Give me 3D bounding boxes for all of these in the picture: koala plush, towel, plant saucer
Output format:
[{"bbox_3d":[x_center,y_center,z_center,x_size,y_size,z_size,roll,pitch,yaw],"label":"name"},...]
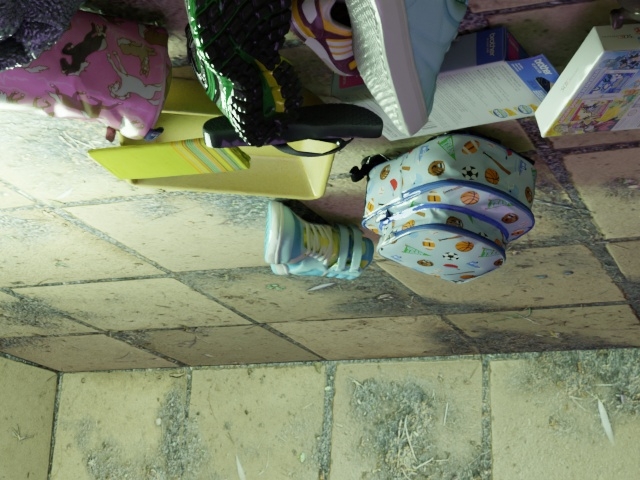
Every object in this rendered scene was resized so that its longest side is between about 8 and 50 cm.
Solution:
[{"bbox_3d":[-0.382,-0.294,1.260,0.203,0.196,0.221,-11,170,13],"label":"koala plush"},{"bbox_3d":[-0.233,-0.130,1.799,0.237,0.021,0.102,-4,156,22],"label":"towel"},{"bbox_3d":[-0.144,-0.165,1.834,0.333,0.081,0.332,4,162,-4],"label":"plant saucer"}]

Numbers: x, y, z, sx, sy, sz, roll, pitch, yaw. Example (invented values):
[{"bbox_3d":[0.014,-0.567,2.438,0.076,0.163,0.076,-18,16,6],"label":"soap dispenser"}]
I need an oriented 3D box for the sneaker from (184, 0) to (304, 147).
[{"bbox_3d":[-0.124,-0.258,1.452,0.146,0.134,0.343,40,159,25],"label":"sneaker"}]

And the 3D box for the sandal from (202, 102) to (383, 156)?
[{"bbox_3d":[-0.036,-0.150,1.635,0.255,0.054,0.097,-2,-155,10],"label":"sandal"}]

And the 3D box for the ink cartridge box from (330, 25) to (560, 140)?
[{"bbox_3d":[0.194,-0.220,1.643,0.311,0.065,0.186,-5,161,30],"label":"ink cartridge box"}]

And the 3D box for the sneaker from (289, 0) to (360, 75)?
[{"bbox_3d":[0.035,-0.267,1.505,0.084,0.069,0.185,-9,161,33],"label":"sneaker"}]

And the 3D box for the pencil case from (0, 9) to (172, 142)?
[{"bbox_3d":[-0.391,-0.233,1.530,0.386,0.167,0.160,9,-174,-18],"label":"pencil case"}]

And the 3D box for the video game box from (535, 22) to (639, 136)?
[{"bbox_3d":[0.408,-0.213,1.547,0.187,0.048,0.205,-8,156,-18],"label":"video game box"}]

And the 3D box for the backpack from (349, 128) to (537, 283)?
[{"bbox_3d":[0.222,-0.061,1.931,0.277,0.213,0.263,15,148,-27],"label":"backpack"}]

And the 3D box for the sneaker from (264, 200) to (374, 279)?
[{"bbox_3d":[0.000,0.000,2.267,0.208,0.127,0.319,3,172,4],"label":"sneaker"}]

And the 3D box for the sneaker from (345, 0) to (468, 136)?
[{"bbox_3d":[0.124,-0.252,1.411,0.150,0.135,0.366,-30,158,-5],"label":"sneaker"}]

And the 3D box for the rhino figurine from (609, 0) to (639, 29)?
[{"bbox_3d":[0.392,-0.291,1.376,0.243,0.073,0.106,16,161,-40],"label":"rhino figurine"}]
